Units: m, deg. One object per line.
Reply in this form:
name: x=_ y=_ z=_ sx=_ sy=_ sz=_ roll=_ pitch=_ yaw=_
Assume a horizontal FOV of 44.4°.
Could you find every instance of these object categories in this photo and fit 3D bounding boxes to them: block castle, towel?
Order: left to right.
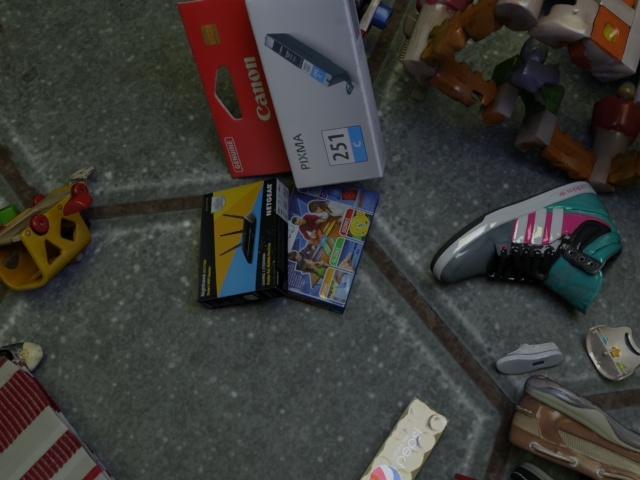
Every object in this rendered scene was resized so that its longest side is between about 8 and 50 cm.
towel: x=-0.398 y=0.331 z=1.001 sx=0.237 sy=0.037 sz=0.329 roll=-46 pitch=59 yaw=-9
block castle: x=0.374 y=-0.268 z=1.121 sx=0.453 sy=0.303 sz=0.213 roll=28 pitch=72 yaw=-20

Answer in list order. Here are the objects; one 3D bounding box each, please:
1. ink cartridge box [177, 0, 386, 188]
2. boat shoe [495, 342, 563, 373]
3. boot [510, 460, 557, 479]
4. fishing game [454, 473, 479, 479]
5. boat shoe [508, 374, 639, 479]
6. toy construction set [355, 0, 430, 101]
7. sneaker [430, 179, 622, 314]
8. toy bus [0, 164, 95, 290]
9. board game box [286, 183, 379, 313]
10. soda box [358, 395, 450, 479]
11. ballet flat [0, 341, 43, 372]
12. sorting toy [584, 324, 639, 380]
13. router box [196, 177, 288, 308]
ink cartridge box: x=-0.058 y=-0.217 z=1.142 sx=0.261 sy=0.296 sz=0.066 roll=-6 pitch=32 yaw=16
boat shoe: x=0.303 y=0.169 z=1.151 sx=0.100 sy=0.035 sz=0.035 roll=-11 pitch=39 yaw=-3
boot: x=0.278 y=0.425 z=1.006 sx=0.178 sy=0.085 sz=0.236 roll=-30 pitch=69 yaw=-11
fishing game: x=0.195 y=0.437 z=0.990 sx=0.189 sy=0.041 sz=0.264 roll=4 pitch=60 yaw=41
boat shoe: x=0.398 y=0.307 z=1.053 sx=0.324 sy=0.123 sz=0.116 roll=31 pitch=87 yaw=8
toy construction set: x=0.041 y=-0.275 z=1.281 sx=0.308 sy=0.237 sz=0.257 roll=11 pitch=32 yaw=-16
sneaker: x=0.327 y=0.038 z=1.165 sx=0.295 sy=0.124 sz=0.178 roll=-23 pitch=59 yaw=-13
toy bus: x=-0.398 y=-0.010 z=1.168 sx=0.202 sy=0.191 sz=0.104 roll=-29 pitch=113 yaw=-13
board game box: x=0.000 y=0.000 z=1.214 sx=0.136 sy=0.035 sz=0.201 roll=17 pitch=66 yaw=6
soda box: x=0.102 y=0.306 z=1.067 sx=0.061 sy=0.058 sz=0.181 roll=33 pitch=70 yaw=13
ballet flat: x=-0.480 y=0.184 z=1.110 sx=0.173 sy=0.049 sz=0.058 roll=-17 pitch=68 yaw=-9
sorting toy: x=0.438 y=0.161 z=1.153 sx=0.075 sy=0.045 sz=0.083 roll=-17 pitch=67 yaw=-17
router box: x=-0.115 y=0.005 z=1.175 sx=0.133 sy=0.046 sz=0.179 roll=-12 pitch=62 yaw=22
